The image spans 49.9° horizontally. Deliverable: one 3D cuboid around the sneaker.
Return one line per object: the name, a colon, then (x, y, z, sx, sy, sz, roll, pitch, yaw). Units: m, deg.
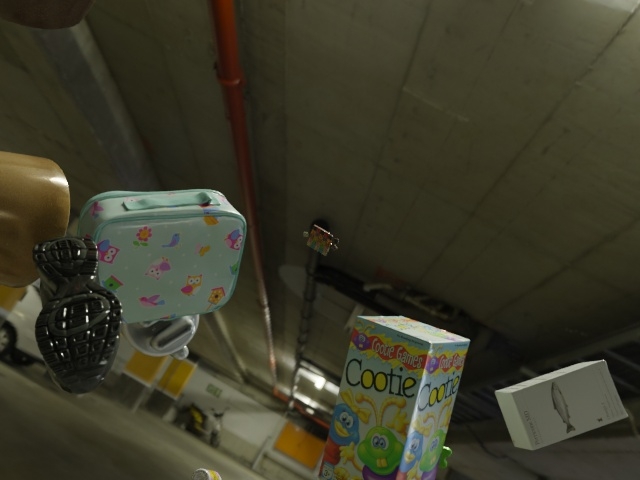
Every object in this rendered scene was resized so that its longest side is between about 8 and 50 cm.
sneaker: (-0.328, 0.112, 0.936, 0.286, 0.109, 0.130, -120, -150, -51)

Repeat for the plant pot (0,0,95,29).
plant pot: (-0.248, -0.319, 0.615, 0.215, 0.215, 0.230, 29, -55, 5)

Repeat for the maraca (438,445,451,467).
maraca: (0.205, 0.486, 1.570, 0.127, 0.186, 0.099, 66, 20, -6)

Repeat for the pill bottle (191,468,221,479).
pill bottle: (-0.241, 0.513, 1.469, 0.043, 0.043, 0.083, 23, -14, 22)

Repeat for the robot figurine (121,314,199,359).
robot figurine: (-0.448, 0.193, 1.848, 0.353, 0.200, 0.299, 12, -53, 64)

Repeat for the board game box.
board game box: (0.121, 0.274, 1.121, 0.142, 0.275, 0.144, 16, 5, 38)

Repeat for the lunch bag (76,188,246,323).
lunch bag: (-0.266, 0.020, 1.164, 0.279, 0.224, 0.108, -5, 30, -35)

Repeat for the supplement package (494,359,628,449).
supplement package: (0.418, 0.288, 1.207, 0.105, 0.179, 0.105, 102, -30, -78)

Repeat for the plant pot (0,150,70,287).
plant pot: (-0.589, -0.058, 1.120, 0.237, 0.237, 0.254, 18, -1, 35)

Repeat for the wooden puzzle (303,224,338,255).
wooden puzzle: (0.000, 0.000, 1.432, 0.083, 0.049, 0.006, 31, 29, 19)
